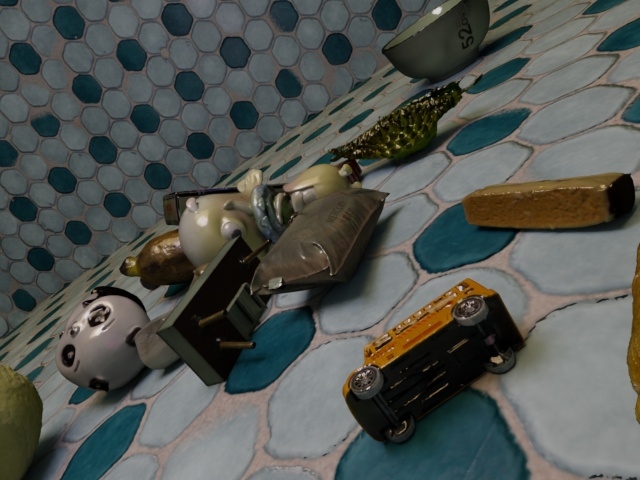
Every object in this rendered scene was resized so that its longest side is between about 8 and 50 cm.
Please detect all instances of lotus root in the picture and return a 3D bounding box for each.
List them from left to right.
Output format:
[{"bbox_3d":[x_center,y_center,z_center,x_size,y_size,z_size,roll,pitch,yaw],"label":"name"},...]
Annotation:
[{"bbox_3d":[-0.373,0.042,1.179,0.314,0.141,0.169,-17,11,2],"label":"lotus root"}]

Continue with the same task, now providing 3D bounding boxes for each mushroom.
[{"bbox_3d":[-0.245,0.135,0.823,0.223,0.081,0.092,-50,50,2],"label":"mushroom"}]

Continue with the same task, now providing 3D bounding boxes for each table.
[{"bbox_3d":[-0.133,0.095,0.732,0.111,0.121,0.240,-24,23,29],"label":"table"}]

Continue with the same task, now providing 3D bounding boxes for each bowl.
[{"bbox_3d":[0.393,-0.638,1.445,0.354,0.185,0.354,-31,20,13],"label":"bowl"}]

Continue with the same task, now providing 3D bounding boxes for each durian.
[{"bbox_3d":[0.186,-0.242,0.986,0.375,0.107,0.132,-22,-5,27],"label":"durian"}]

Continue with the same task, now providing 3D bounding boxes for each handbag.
[{"bbox_3d":[0.000,0.000,0.732,0.182,0.117,0.270,-18,21,32],"label":"handbag"}]

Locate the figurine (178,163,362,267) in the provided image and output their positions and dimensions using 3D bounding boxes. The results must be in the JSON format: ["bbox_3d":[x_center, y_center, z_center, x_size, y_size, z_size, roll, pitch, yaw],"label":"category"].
[{"bbox_3d":[-0.108,-0.076,0.962,0.394,0.226,0.274,-21,49,12],"label":"figurine"}]

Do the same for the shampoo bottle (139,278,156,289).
[{"bbox_3d":[-0.517,0.082,1.483,0.063,0.057,0.208,-33,17,30],"label":"shampoo bottle"}]

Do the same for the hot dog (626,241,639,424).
[{"bbox_3d":[0.273,0.024,0.328,0.088,0.061,0.286,-32,15,44],"label":"hot dog"}]

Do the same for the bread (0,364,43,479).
[{"bbox_3d":[-0.644,0.341,0.740,0.320,0.320,0.237,-41,39,-14],"label":"bread"}]

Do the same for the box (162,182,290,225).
[{"bbox_3d":[-0.242,-0.097,1.187,0.310,0.084,0.198,-9,7,-28],"label":"box"}]

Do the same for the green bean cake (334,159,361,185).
[{"bbox_3d":[0.029,-0.134,1.085,0.135,0.056,0.136,-24,22,32],"label":"green bean cake"}]

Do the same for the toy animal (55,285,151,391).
[{"bbox_3d":[-0.432,0.200,0.910,0.187,0.165,0.235,-58,23,-7],"label":"toy animal"}]

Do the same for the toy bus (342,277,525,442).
[{"bbox_3d":[0.095,0.106,0.409,0.162,0.069,0.074,-34,19,0],"label":"toy bus"}]

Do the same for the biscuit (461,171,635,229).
[{"bbox_3d":[0.255,-0.046,0.524,0.056,0.052,0.188,-31,17,-26],"label":"biscuit"}]
